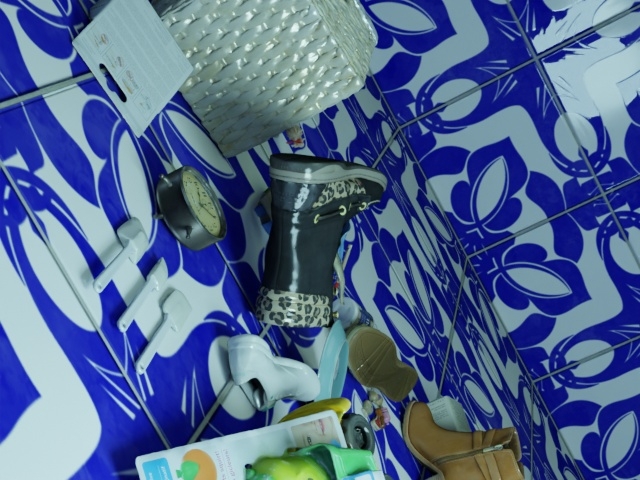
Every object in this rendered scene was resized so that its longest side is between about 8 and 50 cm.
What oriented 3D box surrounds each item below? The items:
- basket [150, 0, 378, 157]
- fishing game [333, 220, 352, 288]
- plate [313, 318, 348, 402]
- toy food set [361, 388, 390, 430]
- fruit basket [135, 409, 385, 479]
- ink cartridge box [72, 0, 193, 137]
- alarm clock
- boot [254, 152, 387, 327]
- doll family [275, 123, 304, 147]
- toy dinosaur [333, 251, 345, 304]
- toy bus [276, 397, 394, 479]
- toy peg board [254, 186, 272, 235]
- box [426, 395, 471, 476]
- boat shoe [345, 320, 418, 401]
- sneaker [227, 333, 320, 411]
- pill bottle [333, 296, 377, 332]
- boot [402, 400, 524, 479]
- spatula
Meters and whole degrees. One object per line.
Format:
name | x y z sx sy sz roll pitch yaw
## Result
basket | -0.106 -0.384 2.115 0.328 0.331 0.266 55 20 -26
fishing game | 0.027 -0.014 2.327 0.041 0.189 0.264 12 34 -11
plate | 0.022 0.228 1.943 0.188 0.024 0.188 11 90 -78
toy food set | 0.114 0.336 2.252 0.078 0.019 0.122 61 17 -11
fruit basket | -0.043 0.386 1.401 0.353 0.165 0.327 0 69 -54
ink cartridge box | -0.316 -0.293 1.859 0.189 0.066 0.232 57 39 -24
alarm clock | -0.196 -0.048 1.793 0.129 0.064 0.192 66 19 8
boot | 0.000 0.000 1.982 0.377 0.138 0.284 0 98 -71
doll family | -0.113 -0.306 2.410 0.163 0.118 0.263 -98 175 -62
toy dinosaur | -0.002 -0.009 2.147 0.118 0.064 0.268 1 74 -64
toy bus | -0.005 0.367 1.650 0.220 0.149 0.211 65 30 -4
toy peg board | -0.065 -0.035 2.197 0.161 0.079 0.160 60 32 -14
box | 0.291 0.480 2.449 0.113 0.094 0.275 36 32 -57
boat shoe | 0.099 0.235 2.252 0.089 0.104 0.285 36 -9 36
sneaker | -0.075 0.225 1.768 0.212 0.080 0.094 36 43 -45
pill bottle | 0.068 0.163 2.285 0.120 0.067 0.067 41 28 -53
boot | 0.289 0.411 2.320 0.109 0.220 0.283 52 20 -34
spatula | -0.245 0.071 1.554 0.242 0.019 0.168 -66 133 -68
